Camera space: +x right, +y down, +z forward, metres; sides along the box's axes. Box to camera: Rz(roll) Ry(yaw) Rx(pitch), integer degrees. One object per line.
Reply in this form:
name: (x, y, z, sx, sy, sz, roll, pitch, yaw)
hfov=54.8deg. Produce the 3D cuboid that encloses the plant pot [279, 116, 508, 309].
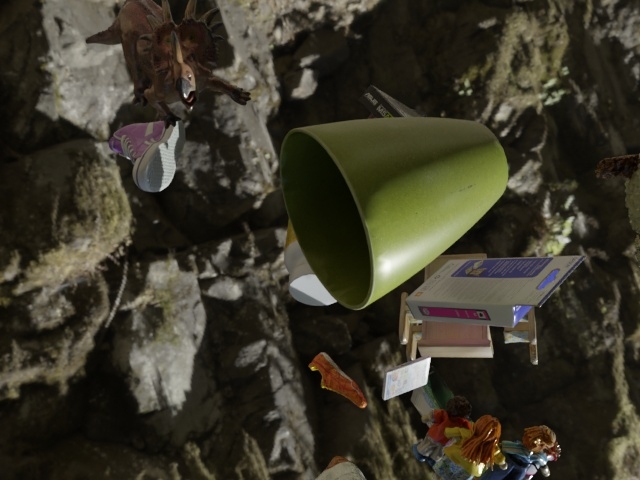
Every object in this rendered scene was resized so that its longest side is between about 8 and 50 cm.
plant pot: (0.129, -0.075, 0.942, 0.293, 0.275, 0.275, -21, 178, -20)

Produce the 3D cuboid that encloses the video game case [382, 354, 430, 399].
video game case: (0.200, 0.319, 1.436, 0.122, 0.087, 0.011, -14, -145, -24)

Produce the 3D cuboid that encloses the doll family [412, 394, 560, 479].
doll family: (0.288, 0.351, 1.002, 0.263, 0.163, 0.118, 21, -154, -13)

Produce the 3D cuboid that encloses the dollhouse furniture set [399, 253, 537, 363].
dollhouse furniture set: (0.385, 0.250, 1.651, 0.362, 0.257, 0.394, -3, 145, 19)

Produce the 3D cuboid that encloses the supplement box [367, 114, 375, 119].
supplement box: (0.165, -0.255, 1.542, 0.130, 0.073, 0.239, -55, 164, 14)

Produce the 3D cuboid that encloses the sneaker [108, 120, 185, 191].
sneaker: (-0.420, -0.193, 1.425, 0.161, 0.102, 0.282, -1, -149, 3)

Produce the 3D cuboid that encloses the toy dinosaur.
toy dinosaur: (-0.216, -0.265, 0.837, 0.127, 0.295, 0.200, -45, 157, -16)

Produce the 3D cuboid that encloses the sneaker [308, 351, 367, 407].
sneaker: (0.043, 0.349, 1.500, 0.067, 0.175, 0.064, -45, 150, -10)

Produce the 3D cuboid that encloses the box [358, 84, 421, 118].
box: (0.184, -0.205, 1.188, 0.045, 0.184, 0.190, -47, 152, 21)

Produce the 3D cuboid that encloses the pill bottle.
pill bottle: (0.000, 0.000, 1.666, 0.187, 0.334, 0.188, 3, 140, 3)

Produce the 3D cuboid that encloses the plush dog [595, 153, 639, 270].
plush dog: (0.519, -0.021, 0.893, 0.210, 0.225, 0.262, -8, -171, 6)

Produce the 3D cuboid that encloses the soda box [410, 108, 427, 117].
soda box: (0.239, -0.280, 1.716, 0.060, 0.169, 0.053, 19, 167, 32)

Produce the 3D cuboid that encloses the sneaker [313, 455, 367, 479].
sneaker: (-0.017, 0.504, 1.057, 0.290, 0.106, 0.123, -54, -161, 0)

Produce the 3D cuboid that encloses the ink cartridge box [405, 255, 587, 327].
ink cartridge box: (0.362, 0.103, 1.303, 0.175, 0.069, 0.371, -36, -166, -29)

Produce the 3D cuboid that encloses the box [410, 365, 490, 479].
box: (0.381, 0.545, 1.783, 0.058, 0.322, 0.232, -28, 151, -15)
